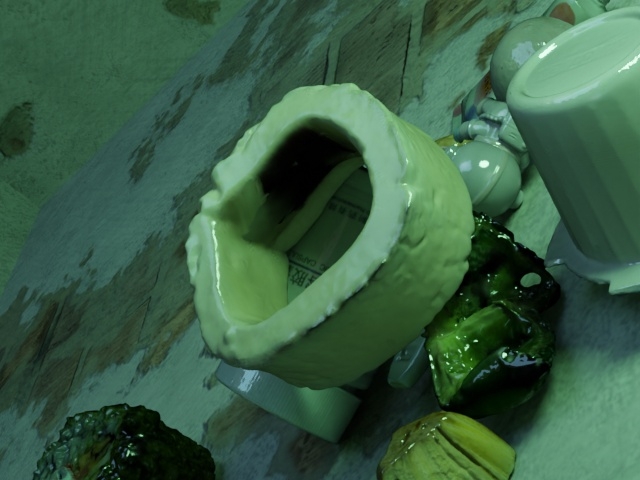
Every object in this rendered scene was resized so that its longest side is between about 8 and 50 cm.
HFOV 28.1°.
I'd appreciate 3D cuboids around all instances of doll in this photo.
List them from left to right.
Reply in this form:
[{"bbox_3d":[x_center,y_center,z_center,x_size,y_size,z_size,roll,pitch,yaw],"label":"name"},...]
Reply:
[{"bbox_3d":[0.251,-0.150,1.665,0.287,0.151,0.151,-59,22,-9],"label":"doll"}]

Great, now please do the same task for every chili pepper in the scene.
[{"bbox_3d":[-0.353,0.346,1.740,0.050,0.041,0.153,-8,31,-5],"label":"chili pepper"},{"bbox_3d":[0.190,0.089,1.433,0.148,0.116,0.264,-36,40,24],"label":"chili pepper"}]

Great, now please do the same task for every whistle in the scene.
[{"bbox_3d":[0.150,0.071,1.563,0.253,0.106,0.102,-59,0,-20],"label":"whistle"}]

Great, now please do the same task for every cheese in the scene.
[{"bbox_3d":[0.000,-0.001,1.461,0.332,0.153,0.292,-45,50,13],"label":"cheese"}]

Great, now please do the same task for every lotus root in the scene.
[{"bbox_3d":[0.121,0.247,1.333,0.159,0.135,0.095,-45,17,-20],"label":"lotus root"}]

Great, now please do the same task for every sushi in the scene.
[{"bbox_3d":[-0.323,0.401,1.893,0.352,0.178,0.294,-20,39,56],"label":"sushi"}]

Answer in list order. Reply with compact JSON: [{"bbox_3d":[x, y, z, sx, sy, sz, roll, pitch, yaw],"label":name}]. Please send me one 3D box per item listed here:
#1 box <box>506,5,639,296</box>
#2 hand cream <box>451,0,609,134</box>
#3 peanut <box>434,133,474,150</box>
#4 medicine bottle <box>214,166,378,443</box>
[{"bbox_3d":[0.313,-0.099,1.281,0.262,0.206,0.291,-37,21,-1],"label":"box"},{"bbox_3d":[0.297,-0.262,1.850,0.341,0.078,0.124,-42,23,35],"label":"hand cream"},{"bbox_3d":[0.144,-0.056,1.785,0.226,0.095,0.108,-50,17,-3],"label":"peanut"},{"bbox_3d":[0.012,0.076,1.645,0.332,0.190,0.190,-65,22,-2],"label":"medicine bottle"}]
